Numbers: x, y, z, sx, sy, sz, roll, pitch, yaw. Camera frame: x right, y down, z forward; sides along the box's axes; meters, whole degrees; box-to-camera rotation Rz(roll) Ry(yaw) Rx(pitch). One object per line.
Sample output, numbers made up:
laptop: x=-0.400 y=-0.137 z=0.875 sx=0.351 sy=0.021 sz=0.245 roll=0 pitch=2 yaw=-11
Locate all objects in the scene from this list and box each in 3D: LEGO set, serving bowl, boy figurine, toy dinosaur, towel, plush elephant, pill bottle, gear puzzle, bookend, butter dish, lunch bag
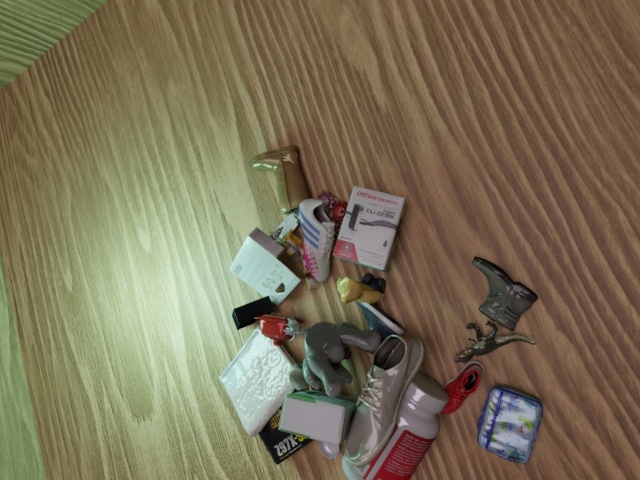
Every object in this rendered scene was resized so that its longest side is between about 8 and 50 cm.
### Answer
LEGO set: x=-0.107 y=0.074 z=1.822 sx=0.107 sy=0.132 sz=0.287 roll=-30 pitch=99 yaw=37
serving bowl: x=0.040 y=0.801 z=1.762 sx=0.083 sy=0.027 sz=0.083 roll=-1 pitch=88 yaw=25
boy figurine: x=0.132 y=0.168 z=1.608 sx=0.177 sy=0.285 sz=0.092 roll=23 pitch=97 yaw=27
toy dinosaur: x=0.561 y=0.330 z=1.518 sx=0.268 sy=0.064 sz=0.118 roll=-27 pitch=93 yaw=30
towel: x=-0.251 y=0.556 z=1.834 sx=0.332 sy=0.053 sz=0.317 roll=-53 pitch=52 yaw=10
plush elephant: x=0.024 y=0.426 z=1.626 sx=0.330 sy=0.255 sz=0.272 roll=23 pitch=57 yaw=28
pill bottle: x=0.262 y=0.660 z=1.556 sx=0.229 sy=0.229 sz=0.408 roll=32 pitch=100 yaw=22
gear puzzle: x=0.093 y=-0.052 z=1.766 sx=0.339 sy=0.044 sz=0.175 roll=34 pitch=101 yaw=22
bookend: x=-0.283 y=0.305 z=1.892 sx=0.157 sy=0.156 sz=0.072 roll=-19 pitch=77 yaw=-18
butter dish: x=-0.167 y=0.360 z=1.798 sx=0.160 sy=0.160 sz=0.118 roll=3 pitch=83 yaw=24
lunch bag: x=0.614 y=0.595 z=1.478 sx=0.176 sy=0.090 sz=0.219 roll=18 pitch=94 yaw=27

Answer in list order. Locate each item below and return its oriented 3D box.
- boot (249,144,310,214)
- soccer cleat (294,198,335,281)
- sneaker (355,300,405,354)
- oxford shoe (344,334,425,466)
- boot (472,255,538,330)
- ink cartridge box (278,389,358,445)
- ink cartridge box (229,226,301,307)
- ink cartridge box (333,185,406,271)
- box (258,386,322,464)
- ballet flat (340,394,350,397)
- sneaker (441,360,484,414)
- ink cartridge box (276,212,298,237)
boot: x=-0.172 y=-0.237 z=1.860 sx=0.236 sy=0.089 sz=0.269 roll=-16 pitch=77 yaw=22
soccer cleat: x=0.000 y=0.000 z=1.734 sx=0.143 sy=0.116 sz=0.331 roll=-9 pitch=99 yaw=32
sneaker: x=0.179 y=0.321 z=1.687 sx=0.226 sy=0.086 sz=0.163 roll=42 pitch=102 yaw=19
oxford shoe: x=0.185 y=0.493 z=1.454 sx=0.169 sy=0.130 sz=0.449 roll=11 pitch=67 yaw=54
boot: x=0.580 y=0.179 z=1.519 sx=0.246 sy=0.083 sz=0.161 roll=41 pitch=110 yaw=22
ink cartridge box: x=0.010 y=0.602 z=1.570 sx=0.211 sy=0.289 sz=0.122 roll=6 pitch=78 yaw=17
ink cartridge box: x=-0.214 y=0.116 z=1.806 sx=0.261 sy=0.066 sz=0.296 roll=39 pitch=142 yaw=-1
ink cartridge box: x=0.184 y=-0.042 z=1.652 sx=0.197 sy=0.114 sz=0.273 roll=16 pitch=84 yaw=16
box: x=-0.117 y=0.698 z=1.812 sx=0.322 sy=0.079 sz=0.257 roll=-40 pitch=74 yaw=18
ballet flat: x=0.113 y=0.639 z=1.725 sx=0.206 sy=0.073 sz=0.067 roll=37 pitch=75 yaw=19
sneaker: x=0.464 y=0.507 z=1.526 sx=0.087 sy=0.128 sz=0.221 roll=33 pitch=101 yaw=22
ink cartridge box: x=-0.127 y=-0.060 z=1.875 sx=0.115 sy=0.029 sz=0.063 roll=-47 pitch=70 yaw=13
